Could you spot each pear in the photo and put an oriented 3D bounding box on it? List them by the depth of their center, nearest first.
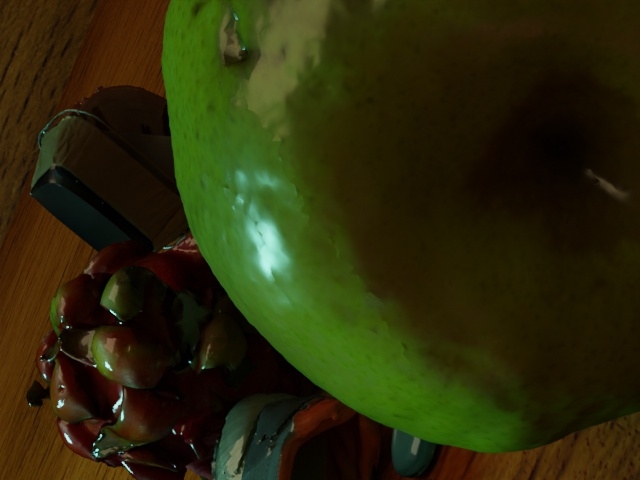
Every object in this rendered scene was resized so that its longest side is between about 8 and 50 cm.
[{"bbox_3d":[0.089,-0.081,0.773,0.391,0.391,0.391,-50,28,40],"label":"pear"}]

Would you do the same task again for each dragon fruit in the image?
[{"bbox_3d":[-0.135,0.112,1.237,0.243,0.227,0.307,-63,-6,20],"label":"dragon fruit"}]

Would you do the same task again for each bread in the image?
[{"bbox_3d":[-0.242,-0.090,1.768,0.142,0.224,0.212,-34,20,45],"label":"bread"}]

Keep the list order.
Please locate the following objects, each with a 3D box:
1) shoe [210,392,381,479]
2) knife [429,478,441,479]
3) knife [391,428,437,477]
[{"bbox_3d":[-0.014,0.260,1.038,0.171,0.132,0.337,-25,45,49],"label":"shoe"},{"bbox_3d":[0.104,0.211,0.919,0.060,0.028,0.230,-54,20,5],"label":"knife"},{"bbox_3d":[0.080,0.075,1.084,0.064,0.031,0.222,-31,47,52],"label":"knife"}]
